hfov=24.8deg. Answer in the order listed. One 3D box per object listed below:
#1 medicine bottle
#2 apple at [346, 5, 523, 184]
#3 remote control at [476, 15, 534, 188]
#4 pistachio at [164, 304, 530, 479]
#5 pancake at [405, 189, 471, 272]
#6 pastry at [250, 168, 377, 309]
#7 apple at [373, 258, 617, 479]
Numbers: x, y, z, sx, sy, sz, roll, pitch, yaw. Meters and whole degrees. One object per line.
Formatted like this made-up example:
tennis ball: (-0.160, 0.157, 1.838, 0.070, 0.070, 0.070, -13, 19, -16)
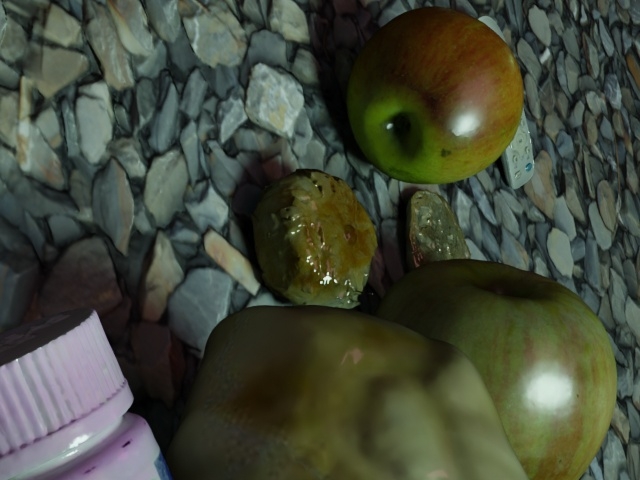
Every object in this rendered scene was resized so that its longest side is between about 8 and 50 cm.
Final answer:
medicine bottle: (-0.176, 0.209, 0.992, 0.178, 0.178, 0.290, -32, 103, -56)
apple: (0.120, -0.152, 1.589, 0.196, 0.196, 0.196, 29, 53, -48)
remote control: (0.229, -0.180, 1.898, 0.073, 0.044, 0.229, -36, 114, -52)
pistachio: (0.037, 0.248, 1.145, 0.281, 0.365, 0.445, -32, 113, -24)
pancake: (0.138, 0.011, 1.691, 0.151, 0.025, 0.151, 28, 54, -47)
pastry: (-0.005, 0.000, 1.432, 0.153, 0.081, 0.153, 25, 53, -38)
apple: (0.169, 0.147, 1.485, 0.257, 0.257, 0.234, -26, 128, -57)
